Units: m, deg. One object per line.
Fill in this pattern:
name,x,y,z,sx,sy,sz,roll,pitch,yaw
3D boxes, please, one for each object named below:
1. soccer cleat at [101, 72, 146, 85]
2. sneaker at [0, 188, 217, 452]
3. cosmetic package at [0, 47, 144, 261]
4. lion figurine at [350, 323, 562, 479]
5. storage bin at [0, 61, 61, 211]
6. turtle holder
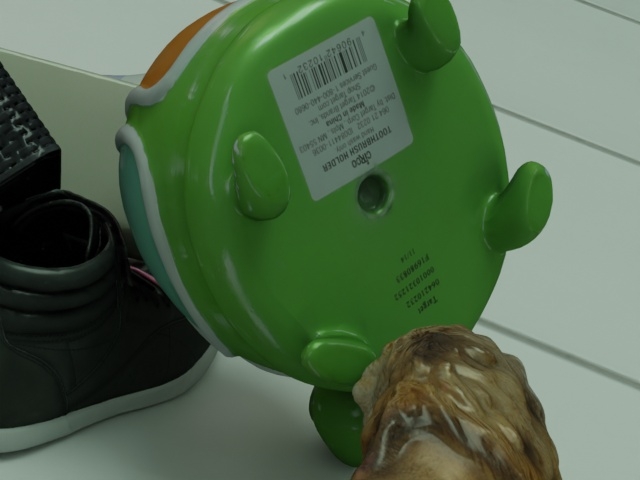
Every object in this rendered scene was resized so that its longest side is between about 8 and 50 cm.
soccer cleat,-0.207,-0.111,1.669,0.248,0.083,0.095,-2,2,-27
sneaker,-0.142,0.033,1.311,0.105,0.146,0.296,27,25,23
cosmetic package,-0.232,-0.074,1.440,0.310,0.113,0.160,15,-8,-5
lion figurine,0.015,0.180,1.006,0.392,0.142,0.240,-11,80,-55
storage bin,-0.242,-0.045,1.262,0.084,0.122,0.180,55,-11,3
turtle holder,0.005,-0.019,1.261,0.320,0.243,0.227,40,-18,-33
